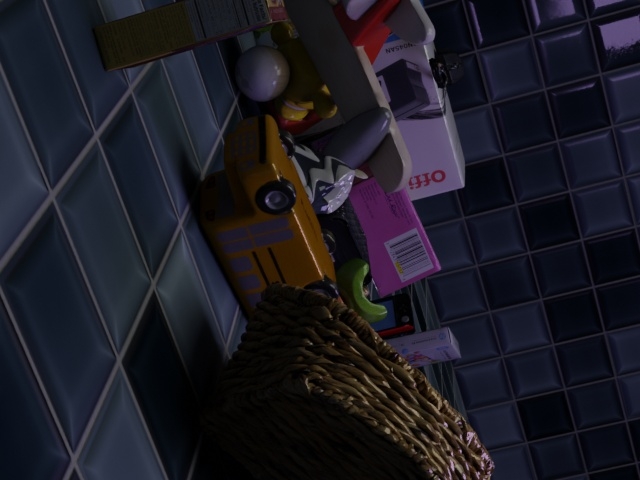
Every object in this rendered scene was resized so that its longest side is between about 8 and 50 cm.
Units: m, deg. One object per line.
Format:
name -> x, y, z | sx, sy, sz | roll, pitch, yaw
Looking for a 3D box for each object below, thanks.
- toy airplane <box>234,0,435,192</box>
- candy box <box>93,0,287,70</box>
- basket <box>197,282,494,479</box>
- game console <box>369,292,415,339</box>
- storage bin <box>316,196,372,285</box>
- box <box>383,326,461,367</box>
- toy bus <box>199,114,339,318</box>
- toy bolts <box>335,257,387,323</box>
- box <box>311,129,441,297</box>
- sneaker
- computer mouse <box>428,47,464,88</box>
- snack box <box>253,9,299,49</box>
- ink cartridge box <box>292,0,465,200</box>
toy airplane -> 0.000, -0.290, 1.964 | 0.386, 0.272, 0.385 | 35, -42, 51
candy box -> -0.136, -0.232, 1.360 | 0.109, 0.186, 0.053 | -55, 130, -78
basket -> 0.057, 0.182, 1.388 | 0.299, 0.213, 0.223 | 47, 42, -18
game console -> 0.084, 0.135, 2.186 | 0.085, 0.144, 0.124 | 66, 14, -49
storage bin -> 0.000, 0.000, 1.974 | 0.180, 0.122, 0.084 | 64, 15, -49
box -> 0.165, 0.213, 2.405 | 0.145, 0.186, 0.038 | 51, 27, -69
toy bus -> -0.059, 0.002, 1.619 | 0.108, 0.130, 0.333 | -93, 165, -46
toy bolts -> 0.006, 0.169, 1.891 | 0.218, 0.158, 0.229 | -21, -87, 60
box -> 0.093, -0.061, 2.182 | 0.243, 0.117, 0.214 | -111, 176, -64
sneaker -> -0.073, -0.079, 1.826 | 0.235, 0.153, 0.094 | -39, 152, -40
computer mouse -> 0.228, -0.309, 2.269 | 0.242, 0.041, 0.071 | -43, 120, -74
snack box -> -0.041, -0.360, 2.202 | 0.037, 0.141, 0.100 | -59, 133, -77
ink cartridge box -> 0.084, -0.262, 2.340 | 0.166, 0.285, 0.395 | -75, 149, -68
